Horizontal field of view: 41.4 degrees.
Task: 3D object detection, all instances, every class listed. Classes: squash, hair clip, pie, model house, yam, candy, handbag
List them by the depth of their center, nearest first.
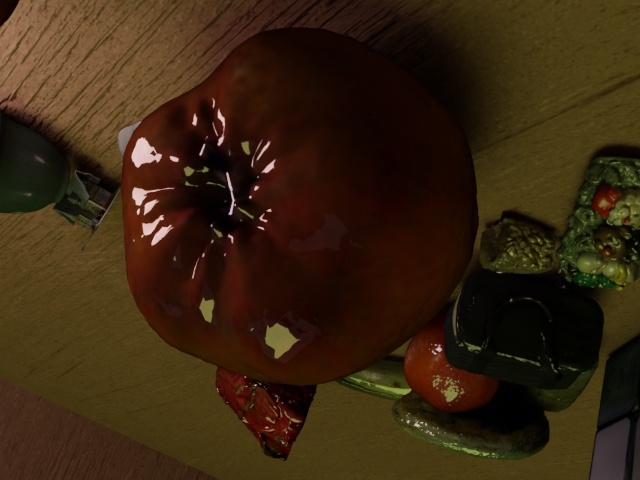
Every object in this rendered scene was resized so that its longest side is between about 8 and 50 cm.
[{"bbox_3d":[0.422,0.000,1.228,0.139,0.091,0.321,8,150,11],"label":"hair clip"},{"bbox_3d":[0.310,0.012,1.334,0.110,0.085,0.095,16,161,-18],"label":"candy"},{"bbox_3d":[0.343,0.147,1.438,0.255,0.181,0.181,15,157,5],"label":"handbag"},{"bbox_3d":[-0.437,-0.070,1.568,0.088,0.117,0.167,31,151,-14],"label":"model house"},{"bbox_3d":[0.459,0.249,1.617,0.107,0.107,0.194,14,150,7],"label":"yam"},{"bbox_3d":[0.310,0.341,1.686,0.323,0.323,0.070,9,108,16],"label":"pie"},{"bbox_3d":[0.172,0.314,1.899,0.341,0.094,0.094,8,149,16],"label":"squash"}]

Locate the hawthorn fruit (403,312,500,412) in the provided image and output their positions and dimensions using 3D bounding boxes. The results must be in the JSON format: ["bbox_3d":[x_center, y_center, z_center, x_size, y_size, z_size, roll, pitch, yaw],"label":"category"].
[{"bbox_3d":[0.264,0.213,1.614,0.197,0.196,0.225,17,121,2],"label":"hawthorn fruit"}]

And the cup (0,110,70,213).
[{"bbox_3d":[-0.526,-0.121,1.492,0.150,0.199,0.199,15,156,-33],"label":"cup"}]

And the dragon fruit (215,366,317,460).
[{"bbox_3d":[-0.152,0.386,1.925,0.286,0.227,0.329,24,-170,-8],"label":"dragon fruit"}]

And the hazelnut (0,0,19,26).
[{"bbox_3d":[-0.511,-0.351,0.956,0.373,0.315,0.372,15,-179,0],"label":"hazelnut"}]

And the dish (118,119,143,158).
[{"bbox_3d":[-0.264,-0.120,1.432,0.191,0.066,0.190,14,151,8],"label":"dish"}]

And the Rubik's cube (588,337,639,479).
[{"bbox_3d":[0.671,0.333,1.429,0.316,0.318,0.313,20,152,-2],"label":"Rubik's cube"}]

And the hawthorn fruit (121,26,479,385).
[{"bbox_3d":[-0.013,-0.039,1.096,0.472,0.471,0.471,14,150,8],"label":"hawthorn fruit"}]
